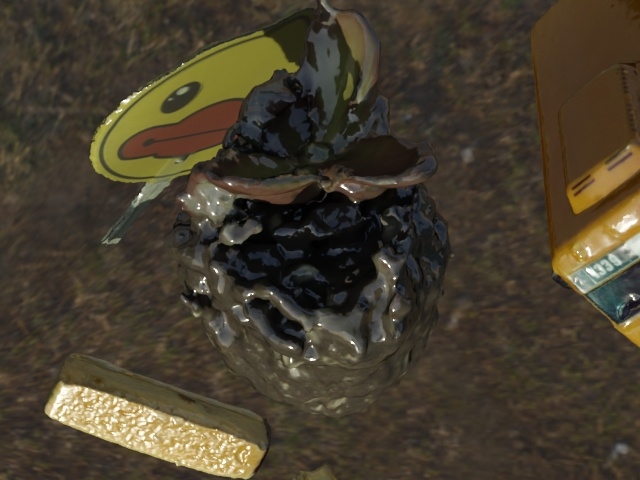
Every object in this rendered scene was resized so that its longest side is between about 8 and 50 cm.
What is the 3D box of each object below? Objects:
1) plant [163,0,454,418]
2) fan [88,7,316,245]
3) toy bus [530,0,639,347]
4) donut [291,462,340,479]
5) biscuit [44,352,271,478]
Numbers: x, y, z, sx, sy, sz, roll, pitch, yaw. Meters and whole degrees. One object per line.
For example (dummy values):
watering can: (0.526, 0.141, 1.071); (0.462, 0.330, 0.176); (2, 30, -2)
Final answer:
plant: (0.000, 0.000, 0.989); (0.178, 0.234, 0.204); (25, 56, 15)
fan: (-0.102, -0.087, 1.204); (0.229, 0.335, 0.011); (-13, 66, -45)
toy bus: (0.164, -0.046, 0.697); (0.114, 0.098, 0.201); (35, 36, -24)
donut: (-0.049, 0.317, 1.394); (0.085, 0.217, 0.141); (-1, 47, -53)
biscuit: (-0.134, 0.146, 1.234); (0.188, 0.056, 0.052); (21, 119, -15)
